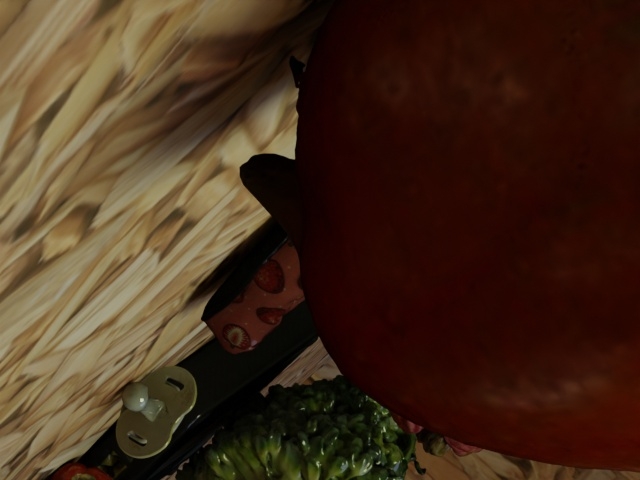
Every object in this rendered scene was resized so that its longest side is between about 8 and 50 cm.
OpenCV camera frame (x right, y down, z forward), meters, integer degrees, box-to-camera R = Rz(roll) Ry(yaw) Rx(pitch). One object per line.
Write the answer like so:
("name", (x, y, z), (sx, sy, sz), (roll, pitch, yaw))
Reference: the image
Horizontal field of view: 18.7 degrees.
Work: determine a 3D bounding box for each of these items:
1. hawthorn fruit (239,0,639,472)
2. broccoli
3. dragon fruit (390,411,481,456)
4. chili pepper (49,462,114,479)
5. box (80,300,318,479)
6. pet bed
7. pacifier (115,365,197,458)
("hawthorn fruit", (0.135, -0.031, 0.829), (0.311, 0.295, 0.295), (-43, 174, 19))
("broccoli", (-0.013, 0.255, 1.782), (0.247, 0.246, 0.288), (-20, 166, 13))
("dragon fruit", (0.160, 0.010, 1.503), (0.315, 0.250, 0.250), (-36, 174, -17))
("chili pepper", (-0.231, 0.247, 1.767), (0.123, 0.073, 0.070), (-44, -143, 52))
("box", (-0.141, 0.178, 1.862), (0.211, 0.058, 0.350), (-36, 174, -40))
("pet bed", (0.000, 0.000, 1.384), (0.201, 0.053, 0.201), (-44, 177, -3))
("pacifier", (-0.141, 0.131, 1.569), (0.083, 0.068, 0.064), (-56, 143, -11))
